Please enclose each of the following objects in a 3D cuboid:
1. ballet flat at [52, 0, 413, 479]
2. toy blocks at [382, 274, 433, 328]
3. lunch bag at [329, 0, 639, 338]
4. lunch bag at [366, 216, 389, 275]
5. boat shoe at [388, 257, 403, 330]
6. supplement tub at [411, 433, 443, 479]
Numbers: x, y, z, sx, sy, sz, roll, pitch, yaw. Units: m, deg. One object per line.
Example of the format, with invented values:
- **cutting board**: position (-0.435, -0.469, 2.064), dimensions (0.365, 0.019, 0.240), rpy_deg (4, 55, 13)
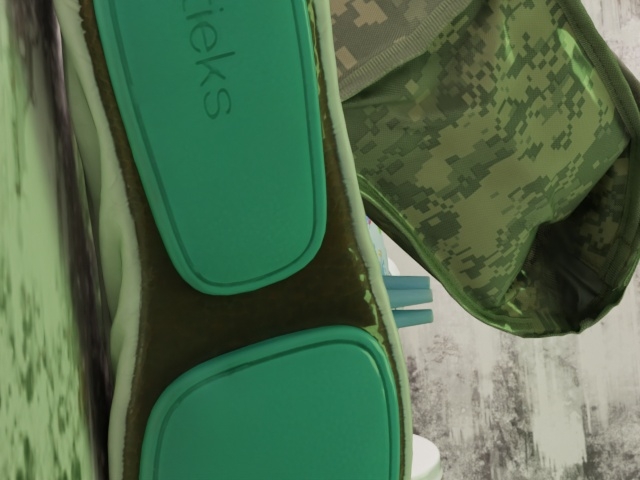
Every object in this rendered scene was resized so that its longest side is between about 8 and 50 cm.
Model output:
- **ballet flat**: position (-0.042, 0.019, 0.603), dimensions (0.139, 0.139, 0.400), rpy_deg (-90, 174, -66)
- **toy blocks**: position (-0.016, 0.030, 0.749), dimensions (0.123, 0.148, 0.054), rpy_deg (-77, 163, -82)
- **lunch bag**: position (0.063, -0.095, 0.789), dimensions (0.287, 0.169, 0.235), rpy_deg (44, 9, -48)
- **lunch bag**: position (0.000, 0.000, 1.494), dimensions (0.176, 0.090, 0.219), rpy_deg (-60, 140, -57)
- **boat shoe**: position (0.025, 0.138, 1.636), dimensions (0.084, 0.095, 0.258), rpy_deg (-32, 141, -69)
- **supplement tub**: position (0.061, 0.374, 1.598), dimensions (0.191, 0.191, 0.272), rpy_deg (-86, 171, -77)
